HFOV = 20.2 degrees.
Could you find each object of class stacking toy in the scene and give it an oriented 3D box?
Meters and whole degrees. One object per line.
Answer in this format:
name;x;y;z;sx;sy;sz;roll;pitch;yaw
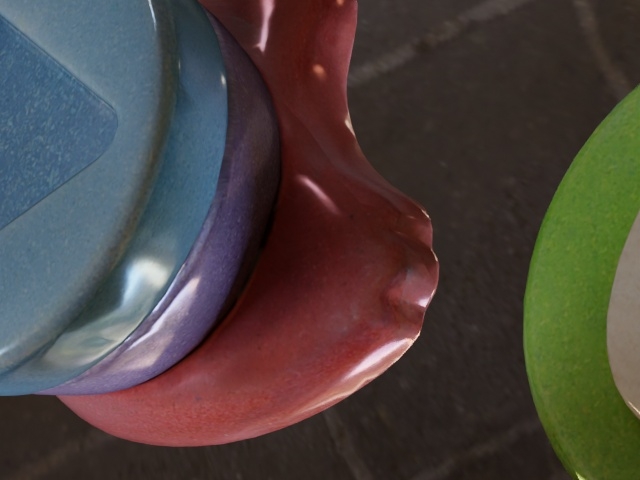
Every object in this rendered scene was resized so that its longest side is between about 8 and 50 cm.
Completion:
stacking toy;0.000;0.000;0.419;0.279;0.309;0.130;-42;140;19
